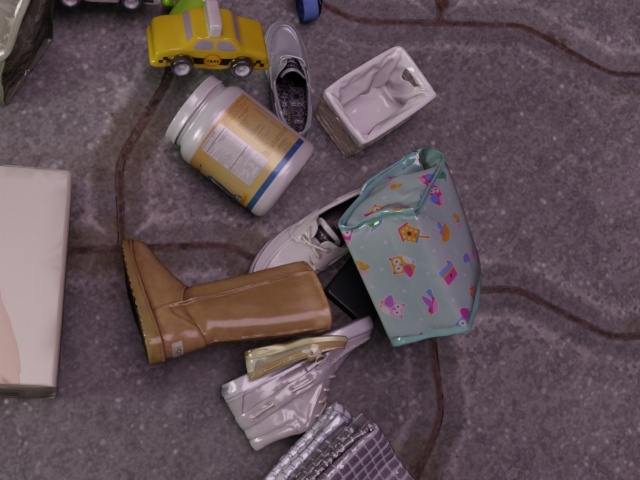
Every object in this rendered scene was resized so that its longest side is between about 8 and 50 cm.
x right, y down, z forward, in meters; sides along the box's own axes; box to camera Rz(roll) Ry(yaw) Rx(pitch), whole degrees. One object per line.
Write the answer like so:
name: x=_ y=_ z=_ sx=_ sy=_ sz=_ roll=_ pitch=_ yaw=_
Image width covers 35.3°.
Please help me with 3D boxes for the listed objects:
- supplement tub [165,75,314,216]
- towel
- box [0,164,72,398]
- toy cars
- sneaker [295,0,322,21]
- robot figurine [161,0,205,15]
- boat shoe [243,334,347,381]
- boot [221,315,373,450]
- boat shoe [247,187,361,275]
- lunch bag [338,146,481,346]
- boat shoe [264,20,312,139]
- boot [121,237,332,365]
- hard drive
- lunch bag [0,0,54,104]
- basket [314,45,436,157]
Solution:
supplement tub: x=-0.126 y=-0.149 z=1.572 sx=0.199 sy=0.144 sz=0.144 roll=38 pitch=69 yaw=-2
towel: x=0.028 y=0.411 z=1.444 sx=0.283 sy=0.121 sz=0.235 roll=-44 pitch=109 yaw=-22
box: x=-0.425 y=0.061 z=1.434 sx=0.121 sy=0.148 sz=0.311 roll=4 pitch=73 yaw=-14
toy cars: x=-0.253 y=-0.369 z=1.545 sx=0.393 sy=0.087 sz=0.176 roll=32 pitch=52 yaw=9
sneaker: x=-0.001 y=-0.484 z=1.733 sx=0.090 sy=0.081 sz=0.232 roll=-1 pitch=74 yaw=-8
robot figurine: x=-0.212 y=-0.365 z=1.650 sx=0.101 sy=0.067 sz=0.115 roll=26 pitch=69 yaw=6
boat shoe: x=-0.034 y=0.169 z=1.471 sx=0.153 sy=0.056 sz=0.048 roll=-10 pitch=83 yaw=-5
boot: x=-0.015 y=0.219 z=1.540 sx=0.258 sy=0.095 sz=0.123 roll=-26 pitch=89 yaw=-12
boat shoe: x=0.000 y=0.000 z=1.596 sx=0.267 sy=0.088 sz=0.096 roll=-32 pitch=86 yaw=-21
lunch bag: x=0.156 y=0.000 z=1.550 sx=0.223 sy=0.160 sz=0.262 roll=65 pitch=28 yaw=-19
boat shoe: x=-0.047 y=-0.265 z=1.659 sx=0.079 sy=0.081 sz=0.228 roll=-2 pitch=76 yaw=-16
boot: x=-0.147 y=0.072 z=1.503 sx=0.269 sy=0.089 sz=0.236 roll=-12 pitch=53 yaw=-16
hard drive: x=0.079 y=0.064 z=1.635 sx=0.094 sy=0.022 sz=0.135 roll=41 pitch=69 yaw=-2
lunch bag: x=-0.516 y=-0.353 z=1.447 sx=0.235 sy=0.287 sz=0.169 roll=30 pitch=69 yaw=-6
basket: x=0.087 y=-0.226 z=1.674 sx=0.167 sy=0.103 sz=0.113 roll=-34 pitch=86 yaw=-20
